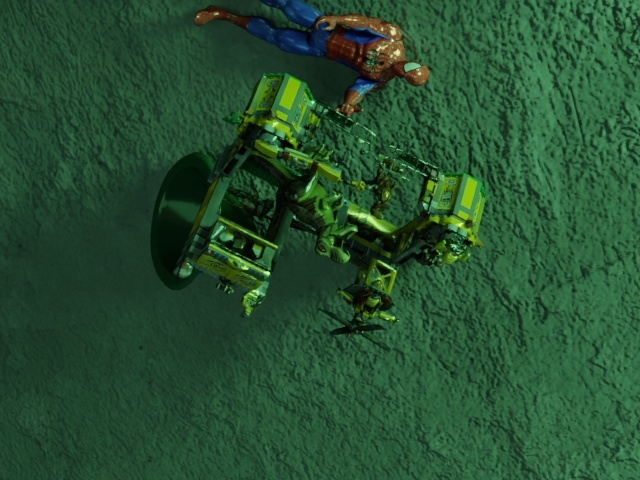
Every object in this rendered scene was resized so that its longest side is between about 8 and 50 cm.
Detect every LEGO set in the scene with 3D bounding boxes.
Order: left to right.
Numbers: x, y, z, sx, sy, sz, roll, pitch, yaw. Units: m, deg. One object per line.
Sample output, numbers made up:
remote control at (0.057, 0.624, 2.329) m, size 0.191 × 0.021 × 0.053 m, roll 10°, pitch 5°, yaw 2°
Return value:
LEGO set at (0.000, 0.000, 1.031) m, size 0.331 × 0.192 × 0.255 m, roll 31°, pitch 149°, yaw -22°

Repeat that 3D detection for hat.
hat at (-0.094, -0.005, 1.241) m, size 0.208 × 0.184 × 0.172 m, roll 48°, pitch 119°, yaw 50°

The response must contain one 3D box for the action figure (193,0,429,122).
action figure at (-0.019, -0.219, 1.061) m, size 0.281 × 0.139 × 0.091 m, roll 22°, pitch 119°, yaw 11°
